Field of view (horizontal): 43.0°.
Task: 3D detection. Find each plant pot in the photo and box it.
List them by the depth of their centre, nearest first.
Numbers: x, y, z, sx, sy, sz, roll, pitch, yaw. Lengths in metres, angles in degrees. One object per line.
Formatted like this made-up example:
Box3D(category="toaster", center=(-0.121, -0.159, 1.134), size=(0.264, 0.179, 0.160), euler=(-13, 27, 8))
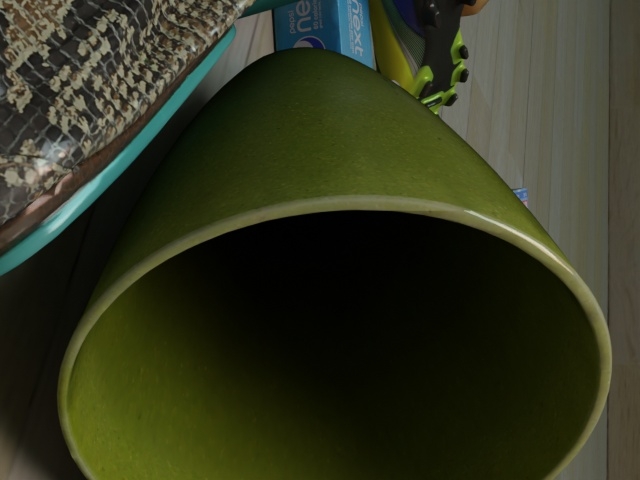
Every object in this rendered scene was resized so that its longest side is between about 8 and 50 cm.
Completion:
Box3D(category="plant pot", center=(0.000, 0.000, 0.522), size=(0.293, 0.275, 0.274), euler=(-96, 164, -51))

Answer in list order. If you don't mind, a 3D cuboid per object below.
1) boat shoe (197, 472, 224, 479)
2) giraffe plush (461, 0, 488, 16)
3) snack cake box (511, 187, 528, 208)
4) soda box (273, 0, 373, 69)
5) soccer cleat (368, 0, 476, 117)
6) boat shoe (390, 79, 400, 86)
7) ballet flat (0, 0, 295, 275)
Box3D(category="boat shoe", center=(-0.092, 0.201, 0.504), size=(0.224, 0.073, 0.080), euler=(-9, 69, -59))
Box3D(category="giraffe plush", center=(0.149, -0.334, 0.933), size=(0.181, 0.210, 0.170), euler=(79, 20, -74))
Box3D(category="snack cake box", center=(0.213, 0.015, 1.099), size=(0.264, 0.089, 0.152), euler=(-15, 99, -62))
Box3D(category="soda box", center=(0.002, -0.198, 0.744), size=(0.071, 0.067, 0.210), euler=(-1, 87, -63))
Box3D(category="soccer cleat", center=(0.089, -0.217, 0.837), size=(0.093, 0.121, 0.289), euler=(-33, 155, -18))
Box3D(category="boat shoe", center=(0.061, -0.030, 0.821), size=(0.095, 0.079, 0.254), euler=(-31, 111, -58))
Box3D(category="ballet flat", center=(-0.082, -0.173, 0.459), size=(0.483, 0.164, 0.182), euler=(-48, 119, -42))
